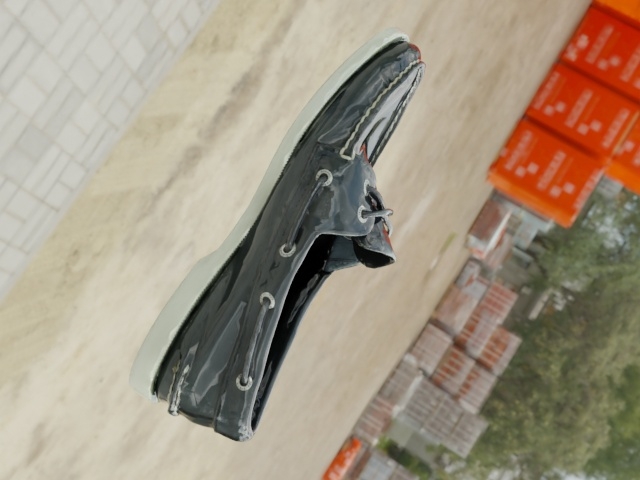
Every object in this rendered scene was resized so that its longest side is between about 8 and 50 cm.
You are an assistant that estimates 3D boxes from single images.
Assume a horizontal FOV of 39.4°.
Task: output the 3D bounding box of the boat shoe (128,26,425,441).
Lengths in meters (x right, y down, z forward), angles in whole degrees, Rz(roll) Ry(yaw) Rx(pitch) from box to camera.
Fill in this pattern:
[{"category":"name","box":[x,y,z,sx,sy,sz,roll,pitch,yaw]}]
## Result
[{"category":"boat shoe","box":[-0.001,-0.001,0.672,0.340,0.113,0.127,-54,165,-11]}]
